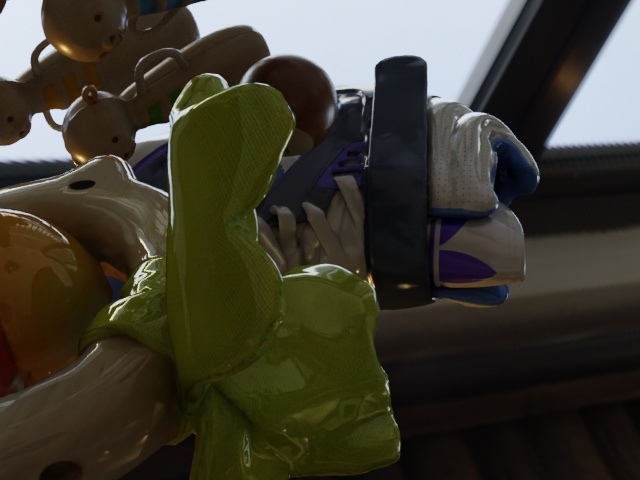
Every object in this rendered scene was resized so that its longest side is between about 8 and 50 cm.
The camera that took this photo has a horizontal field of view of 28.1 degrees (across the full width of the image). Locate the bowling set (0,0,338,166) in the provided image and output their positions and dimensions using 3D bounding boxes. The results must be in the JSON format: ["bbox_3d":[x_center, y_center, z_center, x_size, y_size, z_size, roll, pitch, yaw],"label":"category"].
[{"bbox_3d":[-0.100,-0.111,0.658,0.154,0.287,0.200,-29,-120,-20],"label":"bowling set"}]

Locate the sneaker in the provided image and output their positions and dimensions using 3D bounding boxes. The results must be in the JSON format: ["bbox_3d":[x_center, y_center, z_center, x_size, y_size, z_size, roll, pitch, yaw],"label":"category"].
[{"bbox_3d":[0.000,0.000,0.786,0.236,0.130,0.323,13,-143,31],"label":"sneaker"}]

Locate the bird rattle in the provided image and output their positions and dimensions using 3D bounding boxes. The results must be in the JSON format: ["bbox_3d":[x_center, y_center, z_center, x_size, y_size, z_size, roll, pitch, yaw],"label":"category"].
[{"bbox_3d":[-0.106,0.053,0.425,0.253,0.143,0.207,-32,-146,-9],"label":"bird rattle"}]
